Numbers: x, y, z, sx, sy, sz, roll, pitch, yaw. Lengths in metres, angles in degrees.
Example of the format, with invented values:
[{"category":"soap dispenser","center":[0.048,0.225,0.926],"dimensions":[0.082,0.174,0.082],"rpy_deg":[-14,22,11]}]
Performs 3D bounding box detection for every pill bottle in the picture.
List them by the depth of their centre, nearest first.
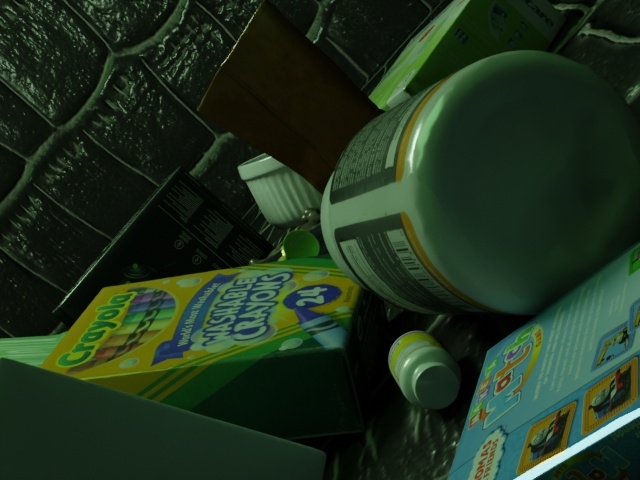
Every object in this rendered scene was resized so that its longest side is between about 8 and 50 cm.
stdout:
[{"category":"pill bottle","center":[0.074,0.092,0.765],"dimensions":[0.043,0.043,0.083],"rpy_deg":[-49,9,3]},{"category":"pill bottle","center":[0.096,-0.027,0.770],"dimensions":[0.162,0.162,0.278],"rpy_deg":[-51,9,-11]}]

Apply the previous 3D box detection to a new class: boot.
[{"category":"boot","center":[0.057,-0.117,0.967],"dimensions":[0.264,0.280,0.096],"rpy_deg":[-40,13,49]}]

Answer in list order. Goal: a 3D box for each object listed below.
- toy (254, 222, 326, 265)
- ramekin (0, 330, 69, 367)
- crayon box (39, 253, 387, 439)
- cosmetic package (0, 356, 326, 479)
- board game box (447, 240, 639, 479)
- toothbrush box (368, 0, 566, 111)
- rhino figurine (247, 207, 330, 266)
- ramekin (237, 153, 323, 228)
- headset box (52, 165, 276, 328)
[{"category":"toy","center":[-0.035,0.068,1.320],"dimensions":[0.137,0.056,0.237],"rpy_deg":[-34,-20,-24]},{"category":"ramekin","center":[-0.470,0.296,1.775],"dimensions":[0.303,0.148,0.304],"rpy_deg":[-178,90,-76]},{"category":"crayon box","center":[-0.114,0.101,0.966],"dimensions":[0.322,0.083,0.203],"rpy_deg":[-9,20,12]},{"category":"cosmetic package","center":[-0.149,0.190,0.757],"dimensions":[0.224,0.224,0.138],"rpy_deg":[-31,43,62]},{"category":"board game box","center":[0.149,0.060,0.535],"dimensions":[0.211,0.039,0.160],"rpy_deg":[-42,11,37]},{"category":"toothbrush box","center":[0.149,-0.181,1.342],"dimensions":[0.283,0.122,0.206],"rpy_deg":[-53,9,-35]},{"category":"rhino figurine","center":[-0.068,0.064,1.476],"dimensions":[0.243,0.073,0.106],"rpy_deg":[-45,20,1]},{"category":"ramekin","center":[-0.007,-0.096,1.600],"dimensions":[0.207,0.109,0.207],"rpy_deg":[-21,7,3]},{"category":"headset box","center":[-0.208,0.085,1.569],"dimensions":[0.283,0.246,0.131],"rpy_deg":[-53,10,-17]}]
